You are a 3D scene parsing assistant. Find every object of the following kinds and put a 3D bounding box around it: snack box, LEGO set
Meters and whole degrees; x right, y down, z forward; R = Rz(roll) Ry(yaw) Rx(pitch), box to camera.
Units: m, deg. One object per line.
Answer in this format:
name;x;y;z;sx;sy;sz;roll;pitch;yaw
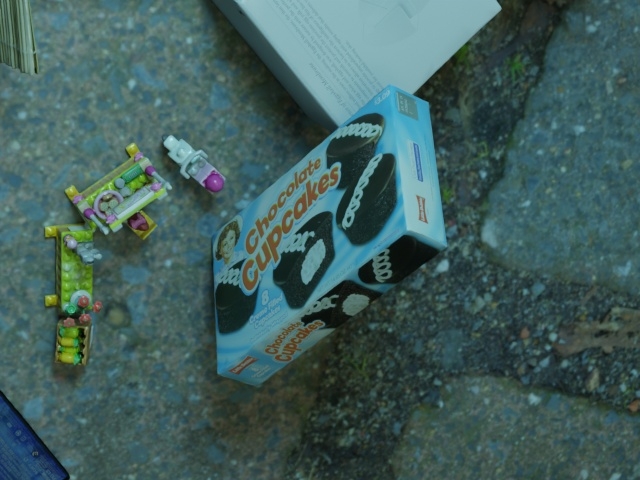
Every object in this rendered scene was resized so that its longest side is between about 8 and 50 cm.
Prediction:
snack box;0.000;0.000;1.700;0.060;0.187;0.322;21;137;-32
LEGO set;-0.222;0.012;1.734;0.132;0.107;0.287;34;92;-32

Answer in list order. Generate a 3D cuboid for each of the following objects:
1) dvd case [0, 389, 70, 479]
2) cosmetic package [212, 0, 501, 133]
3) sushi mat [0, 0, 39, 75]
dvd case;-0.427;0.280;1.785;0.253;0.022;0.180;-38;122;-9
cosmetic package;0.029;-0.264;1.735;0.225;0.138;0.224;-44;122;-6
sushi mat;-0.325;-0.320;1.533;0.019;0.151;0.316;-20;117;-36
